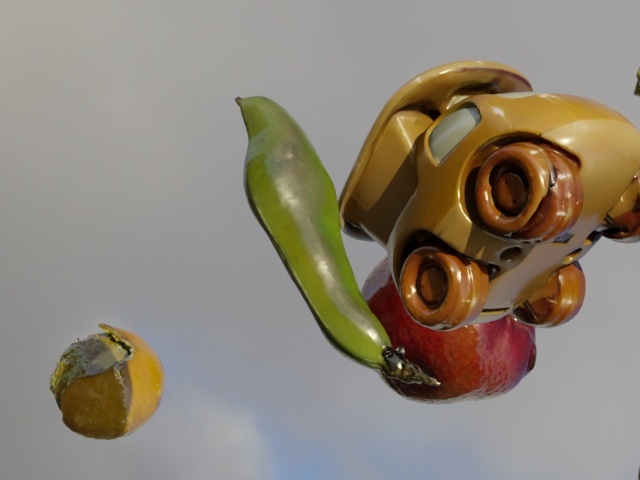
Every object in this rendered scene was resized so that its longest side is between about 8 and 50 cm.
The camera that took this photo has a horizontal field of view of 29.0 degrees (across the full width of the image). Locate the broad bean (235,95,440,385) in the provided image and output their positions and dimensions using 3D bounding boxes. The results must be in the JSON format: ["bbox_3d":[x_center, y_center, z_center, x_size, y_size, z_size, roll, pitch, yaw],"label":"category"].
[{"bbox_3d":[-0.002,0.004,1.053,0.325,0.075,0.067,63,2,21],"label":"broad bean"}]

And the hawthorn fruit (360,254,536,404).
[{"bbox_3d":[0.170,0.120,1.875,0.307,0.265,0.265,-21,-70,42],"label":"hawthorn fruit"}]

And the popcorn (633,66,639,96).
[{"bbox_3d":[0.429,-0.192,1.479,0.106,0.116,0.120,2,-7,9],"label":"popcorn"}]

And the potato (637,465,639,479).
[{"bbox_3d":[0.339,0.214,1.192,0.046,0.045,0.092,40,-60,-1],"label":"potato"}]

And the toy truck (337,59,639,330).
[{"bbox_3d":[0.163,-0.035,1.157,0.288,0.204,0.212,-55,-129,34],"label":"toy truck"}]

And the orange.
[{"bbox_3d":[-0.280,0.183,1.625,0.156,0.156,0.134,36,-43,20],"label":"orange"}]
